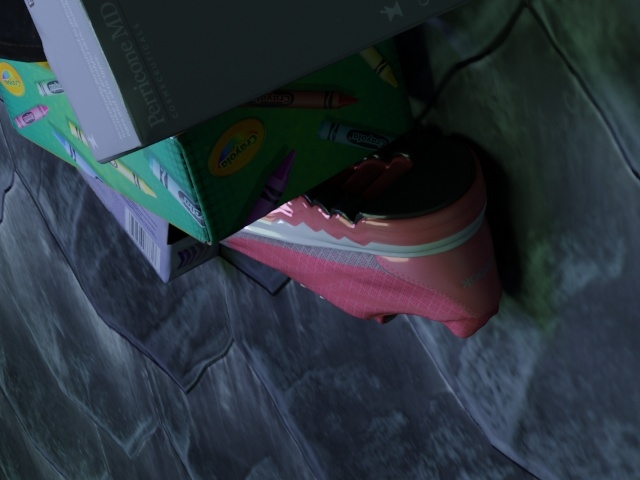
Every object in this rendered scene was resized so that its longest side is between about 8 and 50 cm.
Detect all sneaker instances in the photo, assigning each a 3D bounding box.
[{"bbox_3d":[0.000,0.000,1.121,0.314,0.116,0.136,14,136,49],"label":"sneaker"}]

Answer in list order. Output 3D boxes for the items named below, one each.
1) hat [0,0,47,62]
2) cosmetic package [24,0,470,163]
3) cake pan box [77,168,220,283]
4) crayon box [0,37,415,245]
[{"bbox_3d":[-0.161,-0.279,1.071,0.331,0.331,0.134,66,-166,-9],"label":"hat"},{"bbox_3d":[-0.038,-0.147,0.907,0.127,0.238,0.107,65,156,-8],"label":"cosmetic package"},{"bbox_3d":[-0.172,-0.122,1.419,0.267,0.070,0.246,51,156,24],"label":"cake pan box"},{"bbox_3d":[-0.090,-0.107,1.083,0.278,0.165,0.081,29,142,49],"label":"crayon box"}]
